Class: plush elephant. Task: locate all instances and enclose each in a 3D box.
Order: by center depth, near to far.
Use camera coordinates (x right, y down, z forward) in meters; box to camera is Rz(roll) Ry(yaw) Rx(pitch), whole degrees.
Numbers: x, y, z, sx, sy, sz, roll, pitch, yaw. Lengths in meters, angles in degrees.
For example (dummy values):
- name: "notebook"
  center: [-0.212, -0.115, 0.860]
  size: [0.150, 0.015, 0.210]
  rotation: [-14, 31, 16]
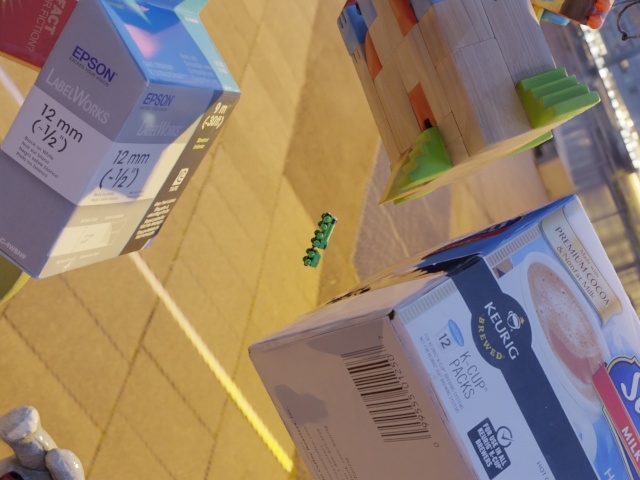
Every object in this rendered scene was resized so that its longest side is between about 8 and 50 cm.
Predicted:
- name: "plush elephant"
  center: [-0.497, 0.490, 1.489]
  size: [0.330, 0.272, 0.255]
  rotation: [58, 6, -45]

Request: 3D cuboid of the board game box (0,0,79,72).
- name: "board game box"
  center: [-0.409, -0.364, 1.110]
  size: [0.316, 0.242, 0.064]
  rotation: [21, -2, -19]

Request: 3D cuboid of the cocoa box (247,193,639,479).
- name: "cocoa box"
  center: [0.147, 0.178, 0.752]
  size: [0.228, 0.231, 0.347]
  rotation: [-28, 92, -34]

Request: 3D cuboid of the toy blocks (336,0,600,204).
- name: "toy blocks"
  center: [0.126, -0.204, 0.978]
  size: [0.381, 0.191, 0.261]
  rotation: [146, -76, -77]

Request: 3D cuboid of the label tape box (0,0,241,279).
- name: "label tape box"
  center: [-0.197, -0.140, 0.966]
  size: [0.115, 0.347, 0.249]
  rotation: [38, 15, 9]

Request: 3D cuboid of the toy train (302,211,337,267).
- name: "toy train"
  center: [0.000, 0.000, 1.232]
  size: [0.024, 0.083, 0.017]
  rotation: [17, 16, -26]

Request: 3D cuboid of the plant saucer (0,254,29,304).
- name: "plant saucer"
  center: [-0.449, -0.008, 1.242]
  size: [0.037, 0.241, 0.241]
  rotation: [26, 45, -49]

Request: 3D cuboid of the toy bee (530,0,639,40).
- name: "toy bee"
  center: [0.373, -0.376, 1.333]
  size: [0.162, 0.298, 0.195]
  rotation: [-77, 166, -65]
